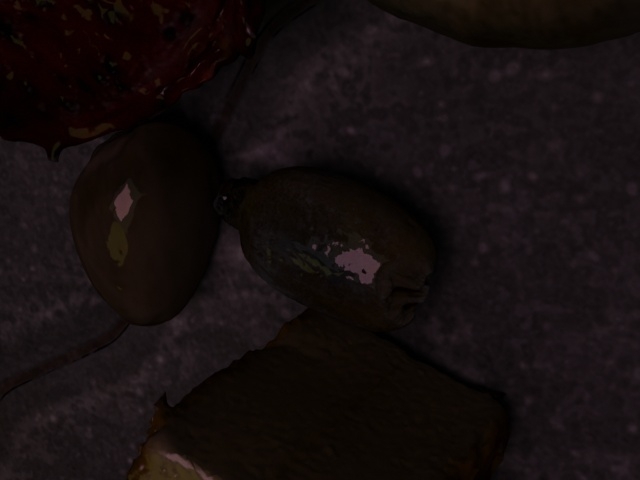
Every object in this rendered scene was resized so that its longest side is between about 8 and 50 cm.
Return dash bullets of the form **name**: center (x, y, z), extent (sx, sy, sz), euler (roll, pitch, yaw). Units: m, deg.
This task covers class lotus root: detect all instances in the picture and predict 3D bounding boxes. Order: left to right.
- **lotus root**: center (0.000, 0.000, 0.891), extent (0.192, 0.088, 0.113), euler (26, 122, 20)

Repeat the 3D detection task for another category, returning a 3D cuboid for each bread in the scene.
- **bread**: center (-0.017, 0.238, 0.866), extent (0.207, 0.279, 0.279), euler (26, 115, 17)

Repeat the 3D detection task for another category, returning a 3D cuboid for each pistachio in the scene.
- **pistachio**: center (-0.147, -0.013, 0.961), extent (0.108, 0.126, 0.185), euler (-126, 40, -56)

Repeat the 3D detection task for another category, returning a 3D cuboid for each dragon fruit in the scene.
- **dragon fruit**: center (-0.142, -0.233, 0.874), extent (0.329, 0.228, 0.286), euler (0, 141, 20)

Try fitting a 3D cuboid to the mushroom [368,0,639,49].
- **mushroom**: center (0.120, -0.272, 0.637), extent (0.352, 0.260, 0.352), euler (10, 118, 20)
